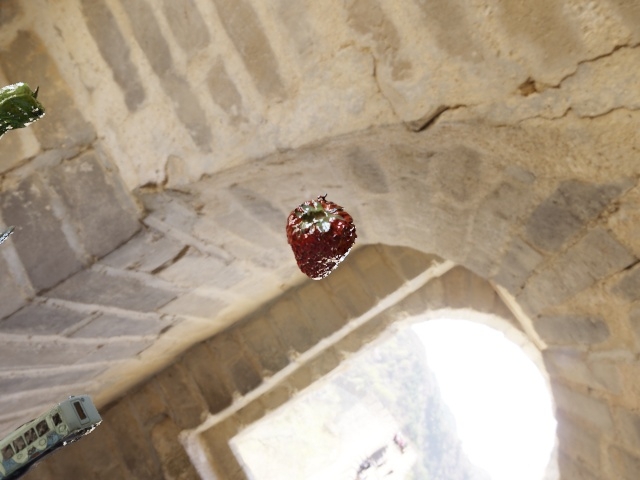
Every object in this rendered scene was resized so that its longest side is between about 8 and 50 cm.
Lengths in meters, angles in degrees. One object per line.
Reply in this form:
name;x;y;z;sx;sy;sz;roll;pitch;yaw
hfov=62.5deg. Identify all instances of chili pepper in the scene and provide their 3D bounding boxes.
chili pepper;-0.221;-0.072;0.348;0.034;0.091;0.030;31;-20;30

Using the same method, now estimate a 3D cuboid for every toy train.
toy train;-0.308;0.220;0.516;0.047;0.208;0.043;57;11;12

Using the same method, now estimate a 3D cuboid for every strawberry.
strawberry;0.000;0.000;0.522;0.073;0.074;0.083;-126;-155;-43

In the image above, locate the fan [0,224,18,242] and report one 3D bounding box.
fan;-0.312;0.036;0.456;0.008;0.152;0.227;43;-31;-22
